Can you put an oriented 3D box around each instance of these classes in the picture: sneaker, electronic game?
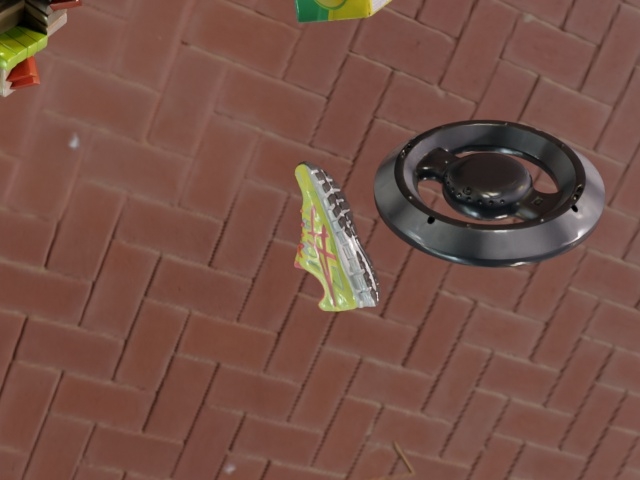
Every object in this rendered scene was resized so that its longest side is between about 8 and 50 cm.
[{"bbox_3d":[0.000,0.000,1.144,0.094,0.081,0.208,-21,89,18],"label":"sneaker"},{"bbox_3d":[0.168,-0.053,0.892,0.229,0.229,0.048,-14,132,-10],"label":"electronic game"}]

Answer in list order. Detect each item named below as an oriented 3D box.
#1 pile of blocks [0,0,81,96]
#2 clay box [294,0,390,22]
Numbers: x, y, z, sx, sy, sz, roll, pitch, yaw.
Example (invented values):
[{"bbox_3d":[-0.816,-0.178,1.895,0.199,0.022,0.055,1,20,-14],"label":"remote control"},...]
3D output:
[{"bbox_3d":[-0.403,-0.341,1.235,0.113,0.149,0.362,34,115,7],"label":"pile of blocks"},{"bbox_3d":[0.011,-0.256,0.536,0.053,0.127,0.222,-1,113,18],"label":"clay box"}]
